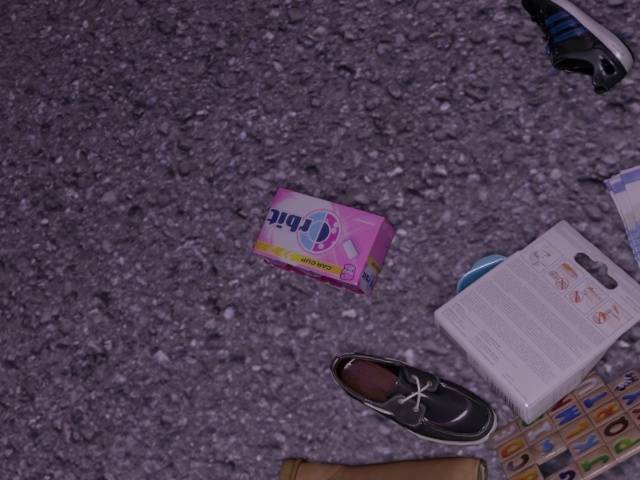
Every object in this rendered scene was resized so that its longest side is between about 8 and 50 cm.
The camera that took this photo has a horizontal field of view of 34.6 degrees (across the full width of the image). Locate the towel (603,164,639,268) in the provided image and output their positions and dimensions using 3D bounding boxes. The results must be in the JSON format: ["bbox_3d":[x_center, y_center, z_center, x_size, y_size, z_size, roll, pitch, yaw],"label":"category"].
[{"bbox_3d":[0.507,0.009,1.307,0.209,0.034,0.285,-19,66,12],"label":"towel"}]

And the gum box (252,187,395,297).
[{"bbox_3d":[0.000,0.000,1.496,0.188,0.062,0.107,17,77,26],"label":"gum box"}]

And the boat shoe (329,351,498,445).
[{"bbox_3d":[0.120,0.208,1.360,0.233,0.079,0.084,20,77,25],"label":"boat shoe"}]

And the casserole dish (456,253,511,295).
[{"bbox_3d":[0.253,0.109,1.368,0.114,0.037,0.188,-22,64,13],"label":"casserole dish"}]

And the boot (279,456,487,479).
[{"bbox_3d":[0.069,0.387,1.306,0.269,0.089,0.236,-1,70,20],"label":"boot"}]

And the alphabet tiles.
[{"bbox_3d":[0.301,0.218,1.222,0.198,0.237,0.009,-32,104,7],"label":"alphabet tiles"}]

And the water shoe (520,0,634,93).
[{"bbox_3d":[0.348,-0.288,1.463,0.080,0.073,0.203,-48,60,2],"label":"water shoe"}]

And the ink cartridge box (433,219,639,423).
[{"bbox_3d":[0.287,0.099,1.316,0.225,0.056,0.181,-34,57,-14],"label":"ink cartridge box"}]
